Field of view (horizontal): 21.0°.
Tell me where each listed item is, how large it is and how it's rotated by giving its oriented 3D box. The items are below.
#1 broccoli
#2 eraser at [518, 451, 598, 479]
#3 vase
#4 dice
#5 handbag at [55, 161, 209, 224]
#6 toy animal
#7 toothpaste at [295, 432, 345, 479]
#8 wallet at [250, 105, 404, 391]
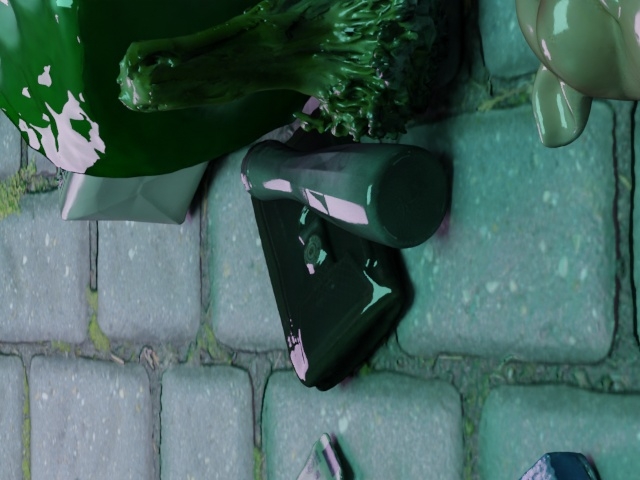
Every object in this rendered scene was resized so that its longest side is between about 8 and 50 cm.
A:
[{"bbox_3d":[-0.024,-0.187,1.403,0.177,0.275,0.198,9,92,64],"label":"broccoli"},{"bbox_3d":[0.197,0.317,1.232,0.144,0.043,0.311,-58,41,44],"label":"eraser"},{"bbox_3d":[0.013,-0.050,1.498,0.214,0.086,0.086,14,102,53],"label":"vase"},{"bbox_3d":[-0.167,-0.251,1.570,0.297,0.287,0.300,40,144,46],"label":"dice"},{"bbox_3d":[-0.219,-0.176,1.886,0.171,0.151,0.298,119,144,-50],"label":"handbag"},{"bbox_3d":[0.221,-0.157,1.088,0.154,0.166,0.250,50,163,-16],"label":"toy animal"},{"bbox_3d":[-0.028,0.275,1.648,0.216,0.037,0.062,-63,38,33],"label":"toothpaste"},{"bbox_3d":[0.000,0.000,1.593,0.168,0.052,0.245,-52,44,41],"label":"wallet"}]
